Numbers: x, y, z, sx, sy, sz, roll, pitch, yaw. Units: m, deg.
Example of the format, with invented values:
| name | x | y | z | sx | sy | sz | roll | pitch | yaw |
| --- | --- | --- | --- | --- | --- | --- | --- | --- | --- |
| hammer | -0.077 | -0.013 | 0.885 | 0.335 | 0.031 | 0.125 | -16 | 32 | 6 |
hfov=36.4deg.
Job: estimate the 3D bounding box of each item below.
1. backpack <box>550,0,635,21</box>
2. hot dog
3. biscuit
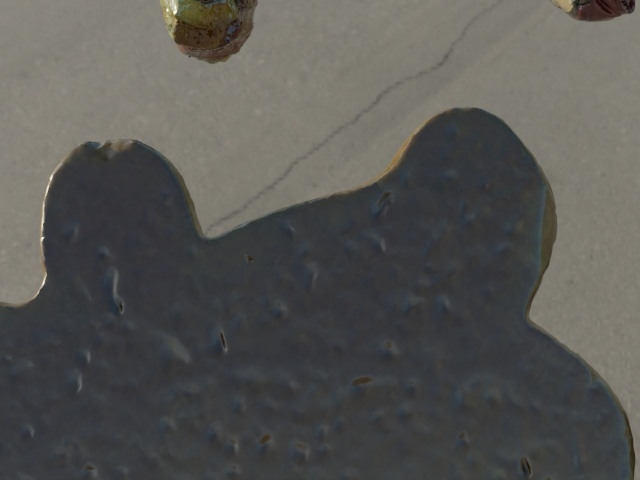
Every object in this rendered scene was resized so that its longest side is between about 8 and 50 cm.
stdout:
| name | x | y | z | sx | sy | sz | roll | pitch | yaw |
| --- | --- | --- | --- | --- | --- | --- | --- | --- | --- |
| backpack | 0.493 | -0.512 | 1.766 | 0.138 | 0.229 | 0.229 | -4 | 33 | -8 |
| hot dog | -0.120 | -0.264 | 1.035 | 0.103 | 0.146 | 0.213 | -12 | 10 | -2 |
| biscuit | -0.062 | 0.077 | 0.541 | 0.431 | 0.283 | 0.064 | -15 | -5 | -3 |
